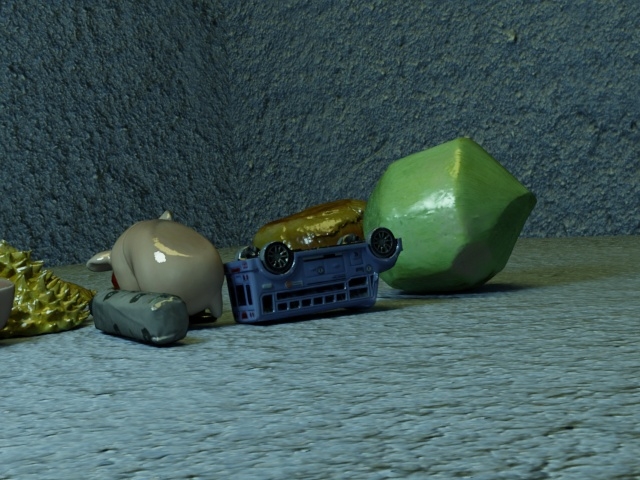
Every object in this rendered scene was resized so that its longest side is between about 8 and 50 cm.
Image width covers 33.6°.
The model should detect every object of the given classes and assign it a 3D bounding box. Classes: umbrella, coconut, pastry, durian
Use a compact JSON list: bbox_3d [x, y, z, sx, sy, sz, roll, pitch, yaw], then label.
[{"bbox_3d":[-0.287,0.112,1.614,0.067,0.073,0.337,5,-3,-29],"label":"umbrella"},{"bbox_3d":[0.249,-0.043,2.005,0.328,0.281,0.328,-15,0,0],"label":"coconut"},{"bbox_3d":[0.000,0.000,2.645,0.356,0.164,0.356,-13,9,2],"label":"pastry"},{"bbox_3d":[-0.517,0.112,1.789,0.305,0.185,0.195,3,23,-21],"label":"durian"}]

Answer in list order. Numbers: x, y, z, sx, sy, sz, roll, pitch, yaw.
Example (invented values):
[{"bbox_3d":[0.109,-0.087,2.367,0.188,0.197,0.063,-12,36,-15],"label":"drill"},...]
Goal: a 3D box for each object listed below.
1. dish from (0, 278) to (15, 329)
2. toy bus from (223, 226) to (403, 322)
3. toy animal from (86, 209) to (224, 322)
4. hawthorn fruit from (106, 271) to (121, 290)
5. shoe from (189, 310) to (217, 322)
[{"bbox_3d":[-0.568,0.119,1.615,0.213,0.090,0.213,-5,8,1],"label":"dish"},{"bbox_3d":[-0.004,0.059,1.745,0.292,0.133,0.125,-8,-1,-28],"label":"toy bus"},{"bbox_3d":[-0.257,0.042,1.726,0.166,0.154,0.250,-15,19,-32],"label":"toy animal"},{"bbox_3d":[-0.314,0.072,1.952,0.172,0.148,0.148,-23,-2,12],"label":"hawthorn fruit"},{"bbox_3d":[-0.226,0.111,1.811,0.062,0.053,0.159,-10,8,-34],"label":"shoe"}]
